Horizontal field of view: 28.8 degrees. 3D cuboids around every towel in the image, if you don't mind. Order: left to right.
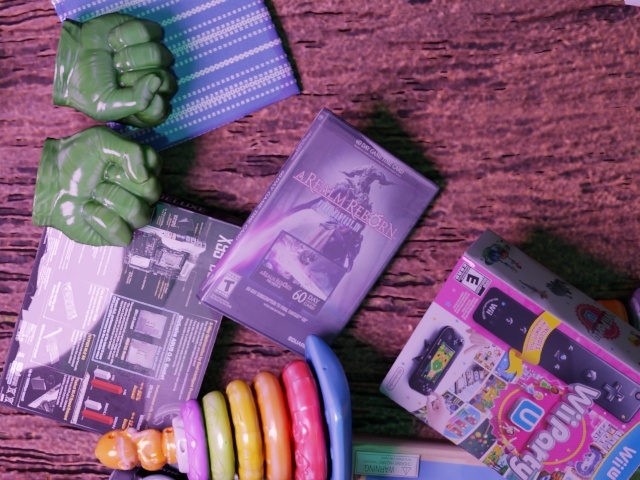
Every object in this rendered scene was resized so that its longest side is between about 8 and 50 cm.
[{"bbox_3d":[-0.198,-0.291,1.531,0.243,0.040,0.336,-23,98,0],"label":"towel"}]

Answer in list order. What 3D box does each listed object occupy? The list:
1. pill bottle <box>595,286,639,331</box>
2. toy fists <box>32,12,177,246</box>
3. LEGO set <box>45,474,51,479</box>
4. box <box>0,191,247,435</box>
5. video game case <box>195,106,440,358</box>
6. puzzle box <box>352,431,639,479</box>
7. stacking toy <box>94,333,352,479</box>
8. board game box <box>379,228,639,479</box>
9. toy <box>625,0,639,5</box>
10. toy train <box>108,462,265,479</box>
[{"bbox_3d":[0.459,0.119,1.535,0.245,0.130,0.131,2,97,0],"label":"pill bottle"},{"bbox_3d":[-0.247,-0.132,1.460,0.142,0.096,0.279,8,80,-6],"label":"toy fists"},{"bbox_3d":[-0.411,0.453,1.580,0.254,0.192,0.331,-20,102,-27],"label":"LEGO set"},{"bbox_3d":[-0.244,0.087,1.554,0.242,0.076,0.308,17,97,-3],"label":"box"},{"bbox_3d":[0.000,0.000,1.524,0.196,0.026,0.274,31,97,-32],"label":"video game case"},{"bbox_3d":[0.221,0.400,1.609,0.408,0.052,0.272,5,98,-1],"label":"puzzle box"},{"bbox_3d":[-0.117,0.236,1.488,0.301,0.175,0.166,-7,123,-10],"label":"stacking toy"},{"bbox_3d":[0.257,0.167,1.491,0.303,0.097,0.224,34,119,9],"label":"board game box"},{"bbox_3d":[0.367,-0.407,1.499,0.136,0.056,0.237,11,105,8],"label":"toy"},{"bbox_3d":[-0.120,0.391,1.556,0.333,0.142,0.190,18,103,7],"label":"toy train"}]
